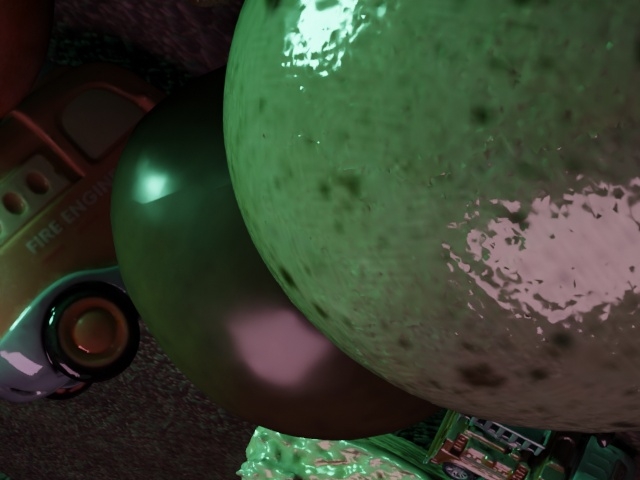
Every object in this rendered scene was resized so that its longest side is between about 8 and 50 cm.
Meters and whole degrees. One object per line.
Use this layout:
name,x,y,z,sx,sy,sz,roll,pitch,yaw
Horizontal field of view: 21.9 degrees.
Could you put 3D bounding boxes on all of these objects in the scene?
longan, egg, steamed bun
longan,0.000,0.000,1.040,0.258,0.258,0.258,23,158,10
egg,0.127,-0.063,0.703,0.379,0.287,0.287,-18,133,42
steamed bun,0.039,0.326,1.642,0.290,0.272,0.273,29,-178,17

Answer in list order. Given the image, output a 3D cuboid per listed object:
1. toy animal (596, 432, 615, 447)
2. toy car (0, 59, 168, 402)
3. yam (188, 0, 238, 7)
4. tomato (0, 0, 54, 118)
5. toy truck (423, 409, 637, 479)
toy animal,0.184,0.064,1.208,0.176,0.073,0.217,44,152,-4
toy car,-0.183,-0.018,1.215,0.212,0.270,0.180,48,160,-4
yam,-0.085,-0.178,1.002,0.043,0.043,0.094,3,148,44
tomato,-0.249,-0.190,1.062,0.199,0.112,0.228,38,157,31
toy truck,0.196,0.190,1.468,0.177,0.080,0.115,27,149,3
